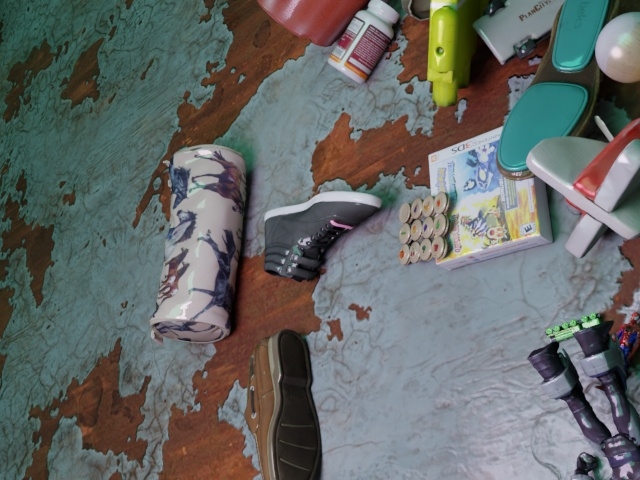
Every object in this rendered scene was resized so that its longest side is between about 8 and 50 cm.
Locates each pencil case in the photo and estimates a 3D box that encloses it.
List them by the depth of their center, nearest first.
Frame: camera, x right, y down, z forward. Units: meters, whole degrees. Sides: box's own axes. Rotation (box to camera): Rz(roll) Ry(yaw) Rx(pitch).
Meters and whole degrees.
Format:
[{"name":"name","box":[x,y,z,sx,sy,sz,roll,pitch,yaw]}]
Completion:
[{"name":"pencil case","box":[-0.257,0.012,1.617,0.184,0.160,0.410,-8,69,32]}]

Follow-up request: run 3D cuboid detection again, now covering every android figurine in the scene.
[{"name":"android figurine","box":[0.223,-0.363,1.252,0.056,0.248,0.272,13,123,20]}]

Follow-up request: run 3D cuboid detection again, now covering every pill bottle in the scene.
[{"name":"pill bottle","box":[0.087,-0.388,1.508,0.152,0.086,0.086,-56,46,11]}]

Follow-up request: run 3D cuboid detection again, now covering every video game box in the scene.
[{"name":"video game box","box":[0.266,-0.073,1.244,0.187,0.048,0.205,-21,60,40]}]

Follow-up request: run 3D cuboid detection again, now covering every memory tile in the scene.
[{"name":"memory tile","box":[0.169,-0.019,1.291,0.148,0.012,0.113,163,114,-66]}]

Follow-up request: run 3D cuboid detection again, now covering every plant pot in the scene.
[{"name":"plant pot","box":[0.016,-0.548,1.532,0.265,0.272,0.272,-51,46,27]}]

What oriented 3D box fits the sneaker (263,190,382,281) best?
[{"name":"sneaker","box":[0.000,0.000,1.431,0.296,0.105,0.146,-14,66,46]}]

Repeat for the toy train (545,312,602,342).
[{"name":"toy train","box":[0.359,0.125,1.100,0.083,0.017,0.023,-27,67,33]}]

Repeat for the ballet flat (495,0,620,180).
[{"name":"ballet flat","box":[0.362,-0.215,1.148,0.116,0.124,0.342,12,71,34]}]

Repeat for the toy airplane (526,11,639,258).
[{"name":"toy airplane","box":[0.400,-0.153,0.912,0.386,0.384,0.272,-42,60,26]}]

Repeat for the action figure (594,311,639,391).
[{"name":"action figure","box":[0.404,0.150,1.041,0.038,0.030,0.115,19,85,50]}]

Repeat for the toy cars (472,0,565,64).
[{"name":"toy cars","box":[0.366,-0.455,1.265,0.177,0.087,0.393,15,83,5]}]

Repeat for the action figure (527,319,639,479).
[{"name":"action figure","box":[0.376,0.250,0.973,0.185,0.099,0.284,-29,73,28]}]

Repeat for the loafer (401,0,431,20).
[{"name":"loafer","box":[0.253,-0.462,1.375,0.251,0.094,0.087,-26,53,34]}]

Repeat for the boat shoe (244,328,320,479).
[{"name":"boat shoe","box":[-0.074,0.315,1.378,0.104,0.111,0.307,-30,45,36]}]
